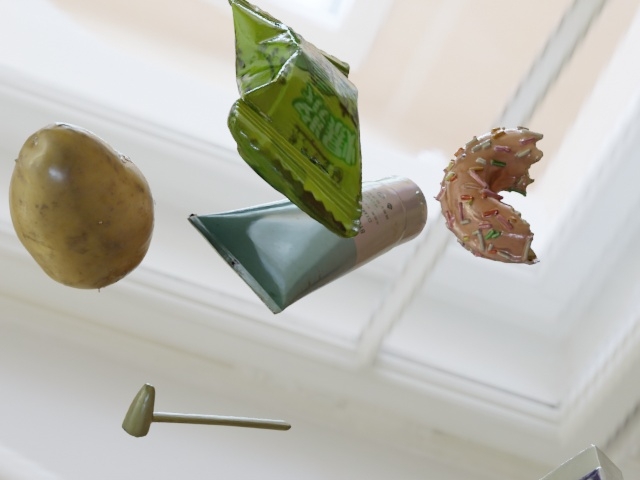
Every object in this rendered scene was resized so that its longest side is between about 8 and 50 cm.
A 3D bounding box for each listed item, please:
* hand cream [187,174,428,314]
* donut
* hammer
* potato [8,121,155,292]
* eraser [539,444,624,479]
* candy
[{"bbox_3d":[0.000,0.000,1.494,0.070,0.111,0.312,-49,-16,29],"label":"hand cream"},{"bbox_3d":[0.180,-0.054,1.802,0.065,0.117,0.166,93,179,-55],"label":"donut"},{"bbox_3d":[-0.112,0.180,1.772,0.028,0.195,0.060,54,128,47],"label":"hammer"},{"bbox_3d":[-0.272,-0.040,1.872,0.161,0.235,0.128,-37,51,10],"label":"potato"},{"bbox_3d":[0.369,0.412,2.279,0.124,0.081,0.279,-39,26,19],"label":"eraser"},{"bbox_3d":[-0.019,-0.120,1.380,0.069,0.149,0.246,-40,30,19],"label":"candy"}]
